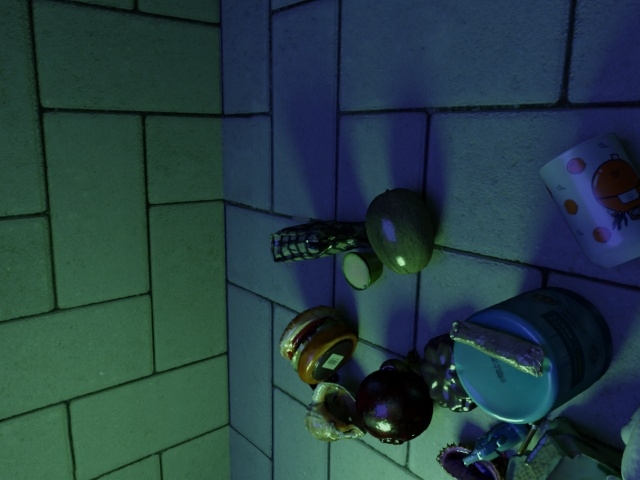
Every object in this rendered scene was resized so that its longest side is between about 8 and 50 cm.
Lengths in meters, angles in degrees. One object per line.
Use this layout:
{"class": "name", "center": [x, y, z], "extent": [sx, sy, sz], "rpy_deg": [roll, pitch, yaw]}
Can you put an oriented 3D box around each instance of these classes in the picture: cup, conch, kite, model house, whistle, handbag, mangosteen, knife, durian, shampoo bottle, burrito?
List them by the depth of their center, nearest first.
{"class": "cup", "center": [0.758, -0.095, 1.382], "extent": [0.212, 0.212, 0.317], "rpy_deg": [-37, 71, 47]}
{"class": "burrito", "center": [0.469, 0.283, 1.383], "extent": [0.275, 0.059, 0.082], "rpy_deg": [15, 101, 48]}
{"class": "shampoo bottle", "center": [0.618, 0.328, 1.525], "extent": [0.331, 0.342, 0.331], "rpy_deg": [14, 108, 49]}
{"class": "model house", "center": [0.720, 0.711, 1.567], "extent": [0.298, 0.243, 0.284], "rpy_deg": [-61, 6, 12]}
{"class": "knife", "center": [0.701, 0.594, 1.681], "extent": [0.022, 0.046, 0.256], "rpy_deg": [-122, 49, -66]}
{"class": "whistle", "center": [0.598, 0.682, 1.762], "extent": [0.269, 0.180, 0.093], "rpy_deg": [-37, 75, 11]}
{"class": "kite", "center": [0.656, 0.800, 1.832], "extent": [0.232, 0.009, 0.189], "rpy_deg": [-1, 95, 50]}
{"class": "durian", "center": [0.550, 0.839, 1.866], "extent": [0.260, 0.154, 0.186], "rpy_deg": [39, 164, 33]}
{"class": "mangosteen", "center": [0.292, 0.614, 2.038], "extent": [0.306, 0.306, 0.360], "rpy_deg": [-33, 40, 48]}
{"class": "handbag", "center": [0.000, 0.000, 2.220], "extent": [0.327, 0.325, 0.163], "rpy_deg": [-2, 97, 51]}
{"class": "conch", "center": [0.091, 0.780, 2.376], "extent": [0.352, 0.210, 0.297], "rpy_deg": [0, 97, 30]}

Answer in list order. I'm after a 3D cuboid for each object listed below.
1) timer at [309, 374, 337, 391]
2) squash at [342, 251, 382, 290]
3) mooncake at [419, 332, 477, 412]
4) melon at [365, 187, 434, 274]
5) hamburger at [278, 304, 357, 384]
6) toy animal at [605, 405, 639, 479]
{"class": "timer", "center": [0.004, 0.691, 2.562], "extent": [0.144, 0.055, 0.187], "rpy_deg": [49, 130, 34]}
{"class": "squash", "center": [0.182, 0.124, 2.184], "extent": [0.170, 0.123, 0.170], "rpy_deg": [13, 107, 48]}
{"class": "mooncake", "center": [0.485, 0.477, 1.877], "extent": [0.283, 0.141, 0.283], "rpy_deg": [9, 101, 51]}
{"class": "melon", "center": [0.297, -0.034, 1.923], "extent": [0.248, 0.248, 0.329], "rpy_deg": [-19, 86, 50]}
{"class": "hamburger", "center": [-0.014, 0.462, 2.334], "extent": [0.250, 0.330, 0.330], "rpy_deg": [41, 126, 32]}
{"class": "toy animal", "center": [0.900, 0.560, 1.348], "extent": [0.206, 0.271, 0.265], "rpy_deg": [154, 128, -73]}
